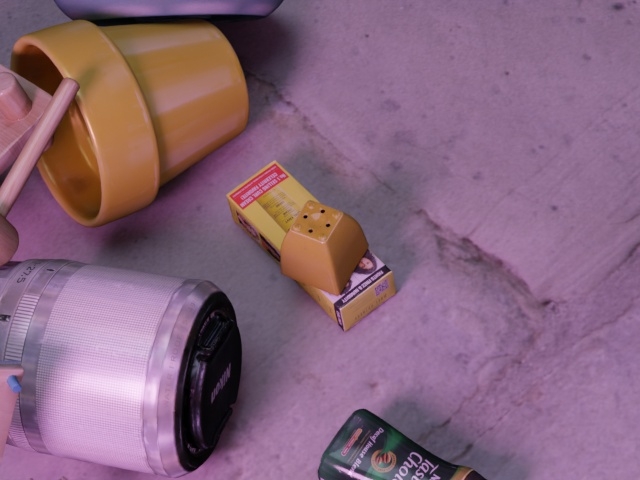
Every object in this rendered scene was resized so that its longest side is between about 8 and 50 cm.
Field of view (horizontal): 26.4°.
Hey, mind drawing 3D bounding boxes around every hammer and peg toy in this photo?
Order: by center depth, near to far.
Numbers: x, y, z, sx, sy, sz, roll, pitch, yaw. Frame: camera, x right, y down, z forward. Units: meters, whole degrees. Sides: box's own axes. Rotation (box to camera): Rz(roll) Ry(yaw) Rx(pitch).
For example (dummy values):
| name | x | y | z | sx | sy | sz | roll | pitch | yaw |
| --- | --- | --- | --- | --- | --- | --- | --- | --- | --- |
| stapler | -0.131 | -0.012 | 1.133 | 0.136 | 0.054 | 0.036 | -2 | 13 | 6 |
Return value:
| name | x | y | z | sx | sy | sz | roll | pitch | yaw |
| --- | --- | --- | --- | --- | --- | --- | --- | --- | --- |
| hammer and peg toy | -0.432 | -0.105 | 1.606 | 0.361 | 0.127 | 0.266 | 30 | 71 | 29 |

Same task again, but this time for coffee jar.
| name | x | y | z | sx | sy | sz | roll | pitch | yaw |
| --- | --- | --- | --- | --- | --- | --- | --- | --- | --- |
| coffee jar | 0.095 | 0.264 | 1.470 | 0.184 | 0.079 | 0.096 | 27 | 63 | 23 |

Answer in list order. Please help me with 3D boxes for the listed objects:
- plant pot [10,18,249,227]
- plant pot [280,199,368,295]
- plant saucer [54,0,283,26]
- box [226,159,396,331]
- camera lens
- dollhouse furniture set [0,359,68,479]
| name | x | y | z | sx | sy | sz | roll | pitch | yaw |
| --- | --- | --- | --- | --- | --- | --- | --- | --- | --- |
| plant pot | -0.232 | -0.173 | 1.734 | 0.239 | 0.254 | 0.254 | -24 | 54 | -26 |
| plant pot | 0.000 | 0.000 | 1.593 | 0.081 | 0.083 | 0.081 | 21 | 63 | 21 |
| plant saucer | -0.198 | -0.315 | 1.825 | 0.317 | 0.317 | 0.044 | -2 | 96 | 6 |
| box | -0.013 | 0.004 | 1.679 | 0.087 | 0.058 | 0.232 | -36 | 58 | -15 |
| camera lens | -0.239 | 0.138 | 1.518 | 0.274 | 0.219 | 0.219 | 8 | 57 | 13 |
| dollhouse furniture set | -0.397 | 0.189 | 1.403 | 0.286 | 0.303 | 0.198 | 1 | 27 | -34 |
